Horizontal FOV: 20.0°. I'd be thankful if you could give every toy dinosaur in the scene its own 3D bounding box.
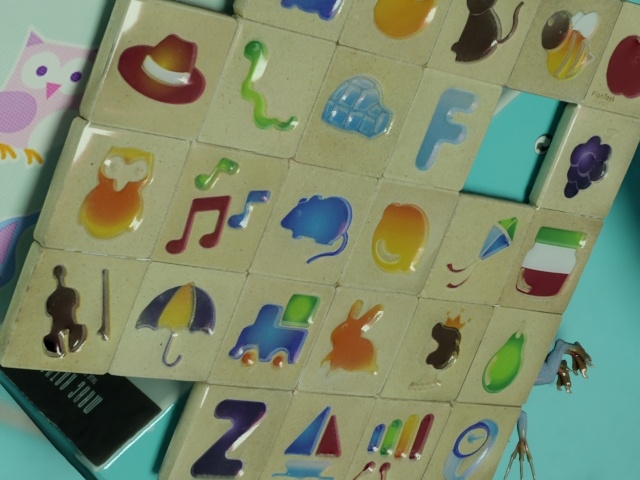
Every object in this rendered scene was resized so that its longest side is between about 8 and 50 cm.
[{"bbox_3d":[0.076,0.066,0.807,0.082,0.047,0.090,-11,83,-21],"label":"toy dinosaur"}]

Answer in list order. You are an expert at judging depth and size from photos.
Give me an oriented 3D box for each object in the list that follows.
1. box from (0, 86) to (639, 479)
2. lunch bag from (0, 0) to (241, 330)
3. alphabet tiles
[{"bbox_3d":[0.000,0.000,0.672,0.244,0.100,0.060,-42,128,-13],"label":"box"},{"bbox_3d":[-0.131,-0.059,0.541,0.279,0.108,0.224,-23,135,-24],"label":"lunch bag"},{"bbox_3d":[0.011,-0.004,0.599,0.237,0.009,0.198,9,109,-42],"label":"alphabet tiles"}]
